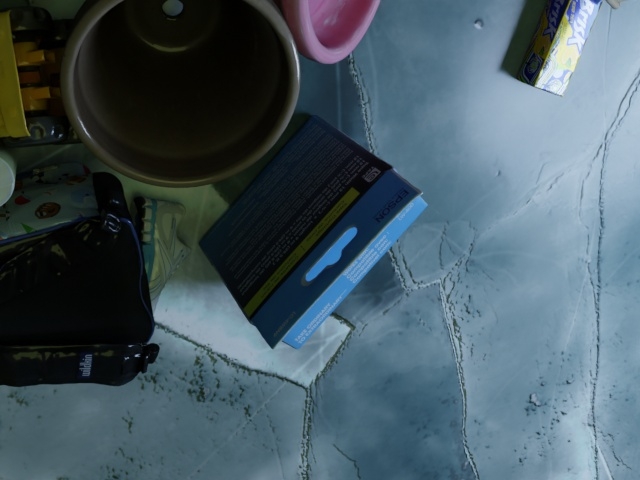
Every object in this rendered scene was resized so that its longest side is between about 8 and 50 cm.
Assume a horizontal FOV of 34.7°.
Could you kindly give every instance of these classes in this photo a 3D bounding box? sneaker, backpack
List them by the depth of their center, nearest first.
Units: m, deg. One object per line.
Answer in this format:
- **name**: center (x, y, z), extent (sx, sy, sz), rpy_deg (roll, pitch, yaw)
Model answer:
- **backpack**: center (-0.353, 0.042, 1.241), extent (0.263, 0.213, 0.276), rpy_deg (-17, 129, -17)
- **sneaker**: center (-0.217, 0.034, 1.392), extent (0.083, 0.071, 0.191), rpy_deg (-1, 112, -30)

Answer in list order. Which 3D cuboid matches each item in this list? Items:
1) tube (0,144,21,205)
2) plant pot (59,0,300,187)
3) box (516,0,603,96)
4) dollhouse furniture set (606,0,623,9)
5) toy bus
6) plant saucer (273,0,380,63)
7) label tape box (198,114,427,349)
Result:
- **tube**: center (-0.382, -0.082, 1.180), extent (0.070, 0.240, 0.062), rpy_deg (14, 96, -20)
- **plant pot**: center (-0.168, -0.231, 1.192), extent (0.263, 0.229, 0.263), rpy_deg (-6, 128, -8)
- **box**: center (0.352, -0.301, 1.495), extent (0.059, 0.054, 0.169), rpy_deg (14, 104, -26)
- **dollhouse furniture set**: center (0.275, -0.498, 1.375), extent (0.355, 0.173, 0.303), rpy_deg (18, 68, -55)
- **toy bus**: center (-0.380, -0.173, 1.191), extent (0.211, 0.220, 0.149), rpy_deg (-9, 93, 13)
- **plant saucer**: center (0.011, -0.381, 1.219), extent (0.084, 0.332, 0.332), rpy_deg (17, 109, 18)
- **label tape box**: center (0.000, 0.000, 1.303), extent (0.249, 0.347, 0.115), rpy_deg (-48, 120, 2)
